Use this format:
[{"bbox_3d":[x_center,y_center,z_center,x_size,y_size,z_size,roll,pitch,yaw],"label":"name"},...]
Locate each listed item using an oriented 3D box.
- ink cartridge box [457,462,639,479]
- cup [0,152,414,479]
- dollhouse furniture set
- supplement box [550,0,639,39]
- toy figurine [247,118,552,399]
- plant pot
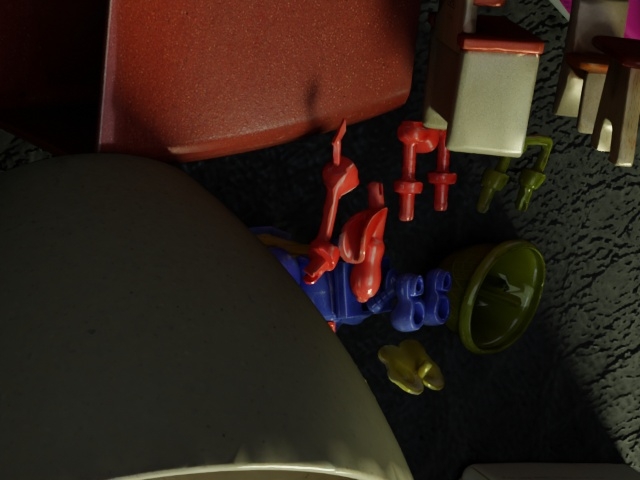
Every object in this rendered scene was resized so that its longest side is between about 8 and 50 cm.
[{"bbox_3d":[0.232,0.347,1.310,0.160,0.385,0.279,2,101,-21],"label":"ink cartridge box"},{"bbox_3d":[-0.125,0.092,1.031,0.331,0.331,0.237,-4,60,-16],"label":"cup"},{"bbox_3d":[0.204,-0.118,1.156,0.259,0.262,0.135,5,105,-11],"label":"dollhouse furniture set"},{"bbox_3d":[0.218,-0.220,1.328,0.114,0.111,0.220,-47,110,-2],"label":"supplement box"},{"bbox_3d":[0.000,0.000,1.299,0.362,0.217,0.191,-9,102,-60],"label":"toy figurine"},{"bbox_3d":[-0.074,-0.193,1.180,0.236,0.267,0.267,0,102,-28],"label":"plant pot"}]
